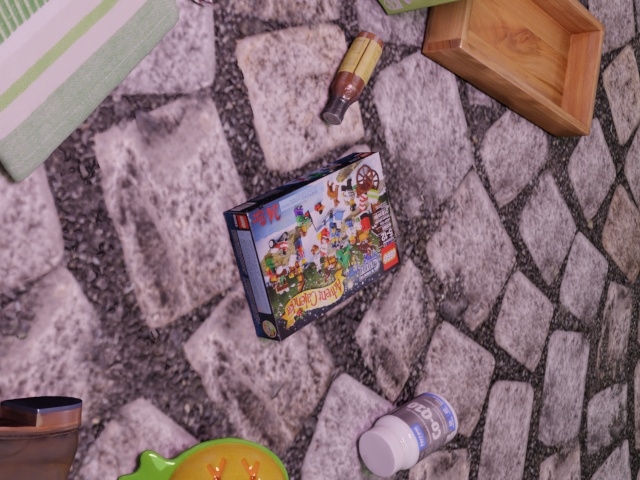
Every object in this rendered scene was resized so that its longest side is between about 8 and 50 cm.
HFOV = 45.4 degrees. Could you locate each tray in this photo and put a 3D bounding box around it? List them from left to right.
[{"bbox_3d":[0.323,-0.323,1.224,0.411,0.076,0.203,17,81,-46],"label":"tray"}]

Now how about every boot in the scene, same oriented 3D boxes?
[{"bbox_3d":[-0.296,0.195,0.628,0.219,0.082,0.106,2,89,-47],"label":"boot"}]

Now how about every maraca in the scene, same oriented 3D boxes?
[{"bbox_3d":[-0.121,0.272,0.806,0.186,0.099,0.127,4,84,-20],"label":"maraca"}]

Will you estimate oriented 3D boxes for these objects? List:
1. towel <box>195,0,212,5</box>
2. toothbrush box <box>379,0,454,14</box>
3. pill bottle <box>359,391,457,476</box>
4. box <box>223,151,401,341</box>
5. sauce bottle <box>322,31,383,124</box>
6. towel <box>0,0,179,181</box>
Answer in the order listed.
[{"bbox_3d":[-0.167,-0.342,0.759,0.197,0.029,0.144,23,77,-46],"label":"towel"},{"bbox_3d":[0.199,-0.413,0.940,0.122,0.283,0.206,45,63,-38],"label":"toothbrush box"},{"bbox_3d":[0.121,0.269,1.059,0.137,0.078,0.078,-18,106,-44],"label":"pill bottle"},{"bbox_3d":[0.000,0.000,0.939,0.233,0.044,0.159,-29,113,-40],"label":"box"},{"bbox_3d":[0.039,-0.204,0.966,0.042,0.042,0.128,44,65,-38],"label":"sauce bottle"},{"bbox_3d":[-0.236,-0.236,0.599,0.248,0.038,0.325,-54,153,-24],"label":"towel"}]
